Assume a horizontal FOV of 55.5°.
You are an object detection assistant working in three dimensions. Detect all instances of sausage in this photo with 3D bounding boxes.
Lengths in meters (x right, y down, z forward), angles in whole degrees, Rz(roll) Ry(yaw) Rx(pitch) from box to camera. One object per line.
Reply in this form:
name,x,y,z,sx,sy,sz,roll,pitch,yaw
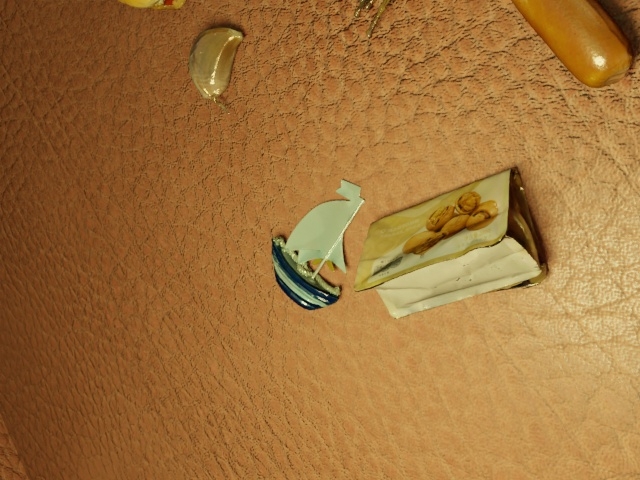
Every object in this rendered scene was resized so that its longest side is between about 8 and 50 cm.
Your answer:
sausage,0.400,-0.366,0.992,0.105,0.105,0.275,-42,71,30

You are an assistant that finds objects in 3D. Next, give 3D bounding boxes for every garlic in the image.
garlic,-0.254,-0.414,1.468,0.128,0.090,0.198,16,98,21

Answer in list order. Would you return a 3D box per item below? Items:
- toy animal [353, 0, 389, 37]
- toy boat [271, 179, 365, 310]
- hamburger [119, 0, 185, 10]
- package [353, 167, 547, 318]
toy animal,0.134,-0.479,1.132,0.275,0.054,0.149,0,75,67
toy boat,0.000,0.000,1.332,0.220,0.067,0.291,40,112,27
hamburger,-0.419,-0.695,1.513,0.244,0.163,0.245,1,92,36
package,0.242,0.028,1.129,0.311,0.221,0.165,-22,121,33
